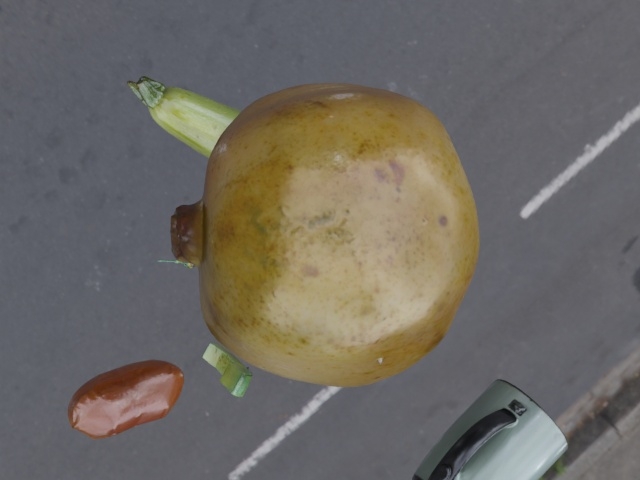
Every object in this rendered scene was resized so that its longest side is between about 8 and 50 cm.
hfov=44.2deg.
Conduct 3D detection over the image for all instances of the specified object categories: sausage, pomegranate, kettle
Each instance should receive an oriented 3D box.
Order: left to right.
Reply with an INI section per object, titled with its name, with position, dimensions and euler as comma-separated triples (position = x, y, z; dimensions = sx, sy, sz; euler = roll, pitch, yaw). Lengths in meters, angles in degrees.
[sausage]
position = -0.408, 0.328, 1.665
dimensions = 0.258, 0.133, 0.133
euler = -15, 129, -35
[pomegranate]
position = 0.000, 0.000, 1.016
dimensions = 0.417, 0.416, 0.416
euler = -19, 131, -23
[kettle]
position = 0.264, 0.355, 1.293
dimensions = 0.236, 0.161, 0.221
euler = -41, 147, -11

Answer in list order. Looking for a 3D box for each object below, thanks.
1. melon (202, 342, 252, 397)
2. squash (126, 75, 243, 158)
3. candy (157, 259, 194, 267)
[melon]
position = -0.241, 0.335, 2.069
dimensions = 0.064, 0.209, 0.118
euler = -55, 139, 1
[squash]
position = -0.270, -0.241, 1.623
dimensions = 0.288, 0.137, 0.137
euler = 16, 111, -41
[candy]
position = -0.281, 0.042, 1.543
dimensions = 0.025, 0.083, 0.023
euler = -48, 134, -59
